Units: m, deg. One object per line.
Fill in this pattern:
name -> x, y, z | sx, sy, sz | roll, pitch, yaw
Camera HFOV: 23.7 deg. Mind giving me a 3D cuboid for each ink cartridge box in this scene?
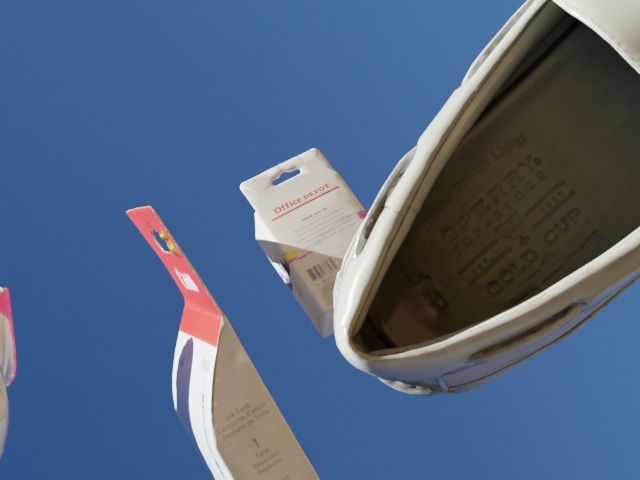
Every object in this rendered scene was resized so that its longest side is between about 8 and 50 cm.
ink cartridge box -> -0.133, 0.148, 1.677 | 0.385, 0.091, 0.308 | 59, 170, -6
ink cartridge box -> 0.000, 0.000, 1.631 | 0.181, 0.104, 0.061 | 55, 162, 25

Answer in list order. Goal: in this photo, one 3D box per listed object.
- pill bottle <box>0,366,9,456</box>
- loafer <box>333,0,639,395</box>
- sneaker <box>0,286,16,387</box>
pill bottle -> -0.327, 0.123, 0.801 | 0.301, 0.169, 0.169 | -30, -89, -45
loafer -> 0.127, -0.061, 0.525 | 0.112, 0.319, 0.111 | 44, -165, 9
sneaker -> -0.426, 0.139, 1.761 | 0.111, 0.252, 0.103 | 8, -130, -30
